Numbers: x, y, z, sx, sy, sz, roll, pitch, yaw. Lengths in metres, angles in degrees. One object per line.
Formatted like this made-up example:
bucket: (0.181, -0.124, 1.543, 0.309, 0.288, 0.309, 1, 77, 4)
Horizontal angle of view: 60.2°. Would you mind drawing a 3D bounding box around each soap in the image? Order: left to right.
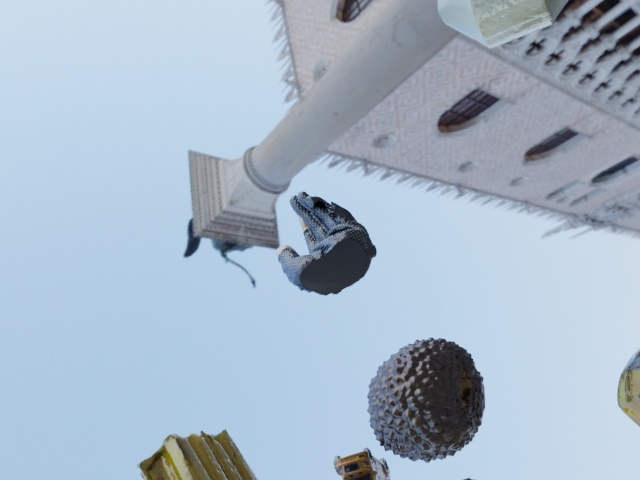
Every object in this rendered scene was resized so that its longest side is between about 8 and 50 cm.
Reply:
soap: (-0.143, 0.457, 0.868, 0.324, 0.096, 0.204, 49, -177, 28)

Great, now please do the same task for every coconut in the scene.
coconut: (0.316, -0.451, 0.978, 0.202, 0.222, 0.201, 32, -128, -55)

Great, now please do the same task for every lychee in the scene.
lychee: (0.223, 0.350, 1.218, 0.268, 0.267, 0.267, 21, -127, -30)

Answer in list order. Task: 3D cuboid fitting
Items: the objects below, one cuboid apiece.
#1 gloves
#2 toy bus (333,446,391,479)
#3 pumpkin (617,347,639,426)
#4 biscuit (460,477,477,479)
gloves: (0.003, -0.001, 0.821, 0.107, 0.129, 0.180, 18, -156, -18)
toy bus: (0.101, 0.531, 1.240, 0.194, 0.083, 0.088, 53, -161, -51)
pumpkin: (0.741, 0.275, 1.025, 0.226, 0.303, 0.256, -20, -108, -23)
biscuit: (0.297, 0.520, 1.065, 0.120, 0.015, 0.120, 4, -129, -5)
